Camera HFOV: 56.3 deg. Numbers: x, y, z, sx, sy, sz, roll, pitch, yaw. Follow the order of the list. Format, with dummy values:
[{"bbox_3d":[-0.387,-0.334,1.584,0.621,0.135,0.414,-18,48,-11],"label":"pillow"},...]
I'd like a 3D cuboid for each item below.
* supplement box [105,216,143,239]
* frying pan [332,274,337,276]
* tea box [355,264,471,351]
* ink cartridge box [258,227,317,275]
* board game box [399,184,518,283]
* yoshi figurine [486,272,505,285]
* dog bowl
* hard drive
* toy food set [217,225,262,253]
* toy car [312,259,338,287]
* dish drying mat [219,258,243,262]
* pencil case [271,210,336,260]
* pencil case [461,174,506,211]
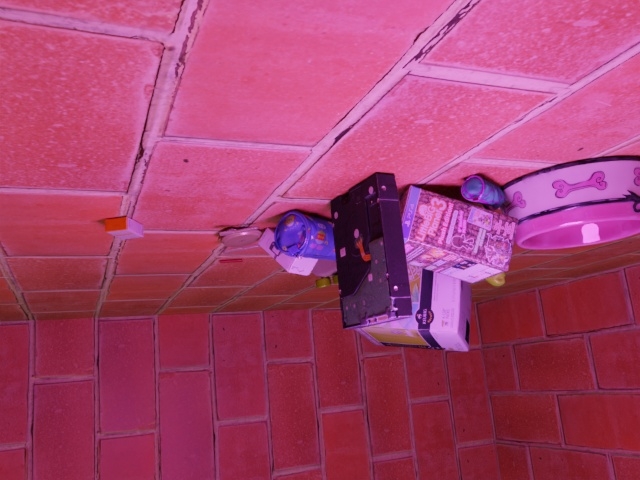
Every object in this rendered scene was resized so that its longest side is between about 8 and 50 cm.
[{"bbox_3d":[-0.518,-0.032,1.582,0.062,0.036,0.098,-7,167,7],"label":"supplement box"},{"bbox_3d":[0.113,0.166,2.387,0.326,0.197,0.053,1,127,-32],"label":"frying pan"},{"bbox_3d":[0.289,0.205,1.862,0.324,0.219,0.329,0,161,19],"label":"tea box"},{"bbox_3d":[-0.095,0.033,1.783,0.150,0.063,0.109,40,-165,33],"label":"ink cartridge box"},{"bbox_3d":[0.326,-0.007,1.576,0.291,0.141,0.232,17,166,-4],"label":"board game box"},{"bbox_3d":[0.515,0.029,1.869,0.204,0.203,0.362,32,-172,17],"label":"yoshi figurine"},{"bbox_3d":[0.682,-0.082,1.582,0.409,0.150,0.408,-5,168,-1],"label":"dog bowl"},{"bbox_3d":[0.117,0.034,1.442,0.064,0.338,0.237,2,165,-27],"label":"hard drive"},{"bbox_3d":[-0.241,-0.016,1.786,0.133,0.038,0.192,-10,163,-9],"label":"toy food set"},{"bbox_3d":[0.068,0.064,2.018,0.149,0.154,0.188,-17,175,41],"label":"toy car"},{"bbox_3d":[-0.327,0.076,2.195,0.083,0.008,0.032,-4,168,-9],"label":"dish drying mat"},{"bbox_3d":[0.000,0.000,1.714,0.120,0.133,0.306,-14,165,34],"label":"pencil case"},{"bbox_3d":[0.410,-0.117,1.501,0.065,0.070,0.152,-14,164,35],"label":"pencil case"}]
